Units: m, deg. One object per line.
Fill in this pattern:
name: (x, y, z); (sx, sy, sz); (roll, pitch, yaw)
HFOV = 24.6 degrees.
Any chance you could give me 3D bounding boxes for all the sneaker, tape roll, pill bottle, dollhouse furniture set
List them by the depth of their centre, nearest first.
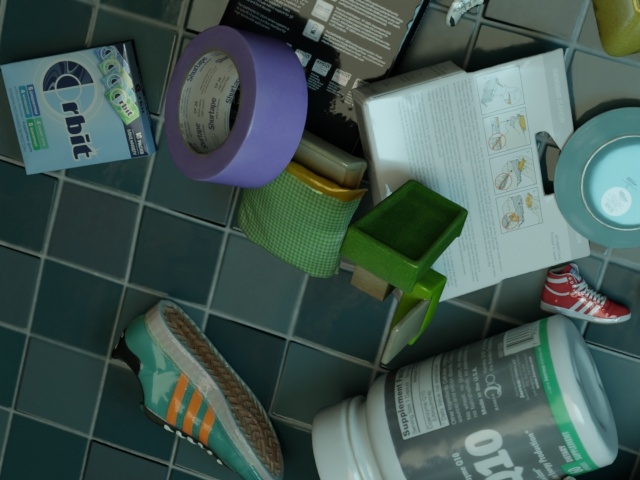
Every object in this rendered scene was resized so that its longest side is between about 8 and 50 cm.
tape roll: (-0.105, -0.161, 1.782); (0.189, 0.080, 0.189); (-13, 73, 48)
dollhouse furniture set: (0.000, 0.000, 1.800); (0.301, 0.151, 0.197); (30, 130, 16)
sneaker: (0.188, -0.301, 1.852); (0.037, 0.032, 0.083); (31, 111, 3)
sneaker: (0.348, 0.068, 1.916); (0.118, 0.042, 0.067); (9, 111, 13)
pill bottle: (0.186, 0.246, 1.920); (0.361, 0.204, 0.204); (-21, 100, 18)
sneaker: (-0.172, 0.233, 2.055); (0.121, 0.108, 0.302); (-37, 87, 20)

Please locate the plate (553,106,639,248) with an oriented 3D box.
plate: (0.389, -0.075, 1.854); (0.188, 0.024, 0.188); (0, 110, -1)

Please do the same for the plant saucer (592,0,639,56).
plant saucer: (0.465, -0.404, 1.734); (0.333, 0.081, 0.333); (-11, 102, 16)

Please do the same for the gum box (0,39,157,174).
gum box: (-0.328, -0.180, 2.001); (0.184, 0.041, 0.157); (-7, 104, 14)

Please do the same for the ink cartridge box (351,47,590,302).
ink cartridge box: (0.195, -0.083, 1.870); (0.261, 0.066, 0.296); (-16, 114, -9)

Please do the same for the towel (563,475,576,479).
towel: (0.367, 0.473, 1.938); (0.332, 0.053, 0.317); (40, 144, -1)

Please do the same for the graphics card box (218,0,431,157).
graphics card box: (-0.003, -0.270, 1.872); (0.232, 0.094, 0.371); (26, 109, 4)
